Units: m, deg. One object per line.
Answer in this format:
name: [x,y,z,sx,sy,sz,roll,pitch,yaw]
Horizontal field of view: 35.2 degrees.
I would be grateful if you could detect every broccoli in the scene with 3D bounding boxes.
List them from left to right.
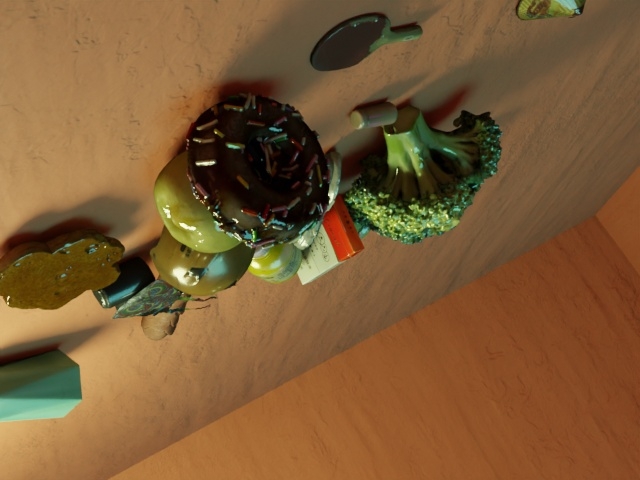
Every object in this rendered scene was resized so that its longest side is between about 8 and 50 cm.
broccoli: [0.232,-0.138,2.159,0.375,0.249,0.302,-26,166,0]

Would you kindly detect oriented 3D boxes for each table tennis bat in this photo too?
table tennis bat: [0.083,-0.340,1.717,0.234,0.022,0.131,-18,158,-35]

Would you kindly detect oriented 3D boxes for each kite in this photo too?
kite: [-0.289,0.120,2.085,0.152,0.015,0.285,-38,160,29]

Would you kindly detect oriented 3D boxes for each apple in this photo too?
apple: [-0.187,-0.073,1.718,0.200,0.200,0.200,-29,163,-10]

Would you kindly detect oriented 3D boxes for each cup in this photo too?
cup: [-0.635,0.310,2.115,0.236,0.148,0.134,1,111,-54]

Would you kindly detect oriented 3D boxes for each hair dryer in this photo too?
hair dryer: [-0.414,0.111,2.062,0.114,0.070,0.248,-26,171,-23]

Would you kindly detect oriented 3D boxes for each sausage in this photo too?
sausage: [-0.325,0.120,2.189,0.088,0.088,0.433,-22,160,-31]

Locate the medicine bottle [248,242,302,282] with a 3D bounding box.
medicine bottle: [-0.120,0.019,2.194,0.122,0.121,0.212,-34,163,5]

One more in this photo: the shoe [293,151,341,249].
shoe: [-0.038,-0.096,2.104,0.099,0.126,0.227,-87,-160,-68]

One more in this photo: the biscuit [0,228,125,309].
biscuit: [-0.456,0.047,1.773,0.208,0.041,0.290,-39,159,18]

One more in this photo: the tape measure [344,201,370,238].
tape measure: [0.038,-0.024,2.381,0.175,0.106,0.200,-18,160,-31]

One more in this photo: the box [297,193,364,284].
box: [0.000,0.000,2.248,0.035,0.139,0.245,-19,170,-35]

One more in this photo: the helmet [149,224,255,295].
helmet: [-0.204,0.017,1.930,0.224,0.130,0.198,-50,143,9]

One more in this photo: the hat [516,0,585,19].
hat: [0.479,-0.468,1.955,0.193,0.082,0.193,-29,162,-10]

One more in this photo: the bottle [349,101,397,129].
bottle: [0.104,-0.244,1.983,0.096,0.045,0.045,-16,157,-37]

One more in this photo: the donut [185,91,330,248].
donut: [-0.093,-0.117,1.622,0.270,0.269,0.103,-14,168,-46]
